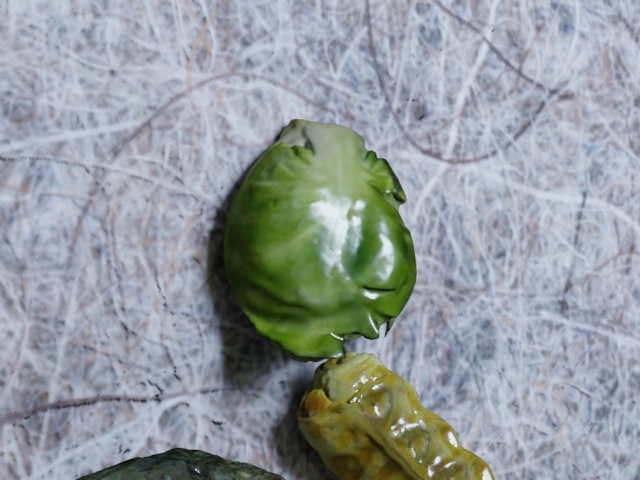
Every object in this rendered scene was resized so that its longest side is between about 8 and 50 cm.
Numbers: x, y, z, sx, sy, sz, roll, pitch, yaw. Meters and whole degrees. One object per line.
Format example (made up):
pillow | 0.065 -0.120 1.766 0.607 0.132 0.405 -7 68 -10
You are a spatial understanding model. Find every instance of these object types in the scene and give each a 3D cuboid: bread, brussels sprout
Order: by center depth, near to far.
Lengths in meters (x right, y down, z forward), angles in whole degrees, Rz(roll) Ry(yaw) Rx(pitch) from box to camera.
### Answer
brussels sprout | 0.001 -0.002 1.384 0.139 0.100 0.181 6 82 -19
bread | 0.117 0.221 1.436 0.367 0.077 0.084 47 62 -19

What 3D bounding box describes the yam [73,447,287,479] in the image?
yam | -0.145 0.247 1.211 0.300 0.195 0.195 -16 93 -31
